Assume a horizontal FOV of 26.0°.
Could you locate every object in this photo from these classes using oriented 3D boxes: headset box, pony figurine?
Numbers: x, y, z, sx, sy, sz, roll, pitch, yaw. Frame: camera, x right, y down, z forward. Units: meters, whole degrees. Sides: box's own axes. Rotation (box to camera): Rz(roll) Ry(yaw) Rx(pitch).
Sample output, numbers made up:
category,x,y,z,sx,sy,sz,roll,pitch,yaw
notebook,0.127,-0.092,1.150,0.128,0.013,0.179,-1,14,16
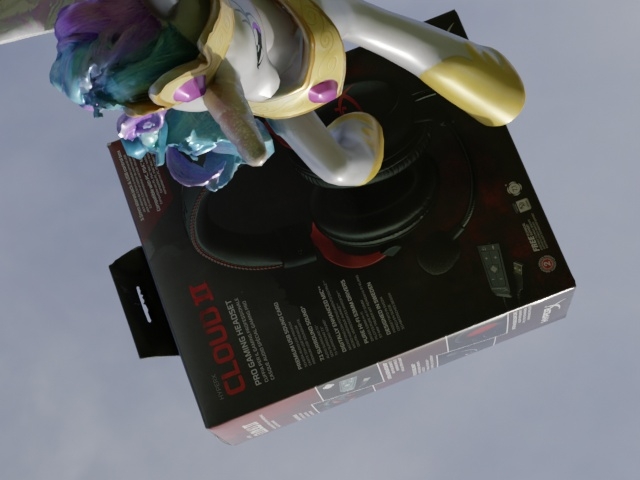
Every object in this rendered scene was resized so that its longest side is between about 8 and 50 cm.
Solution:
category,x,y,z,sx,sy,sz,roll,pitch,yaw
headset box,0.000,0.000,0.973,0.293,0.110,0.218,-21,-106,0
pony figurine,-0.066,-0.172,0.738,0.351,0.303,0.363,54,-159,14
